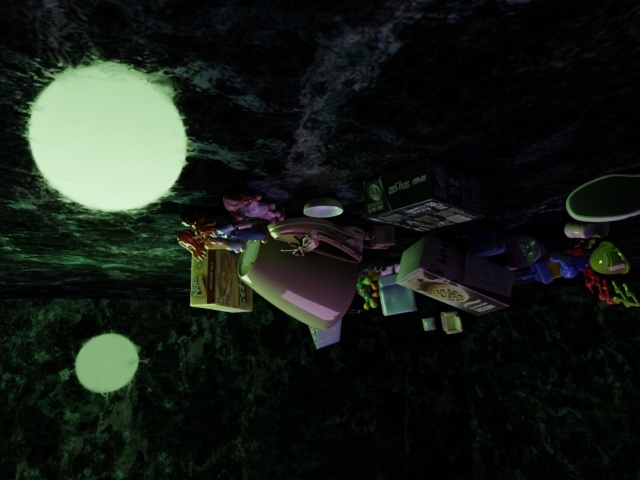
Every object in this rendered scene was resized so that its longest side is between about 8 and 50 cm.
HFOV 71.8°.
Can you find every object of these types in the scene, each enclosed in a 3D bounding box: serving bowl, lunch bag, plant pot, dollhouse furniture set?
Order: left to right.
[{"bbox_3d":[-0.079,0.087,1.228,0.274,0.257,0.256,24,156,-26],"label":"plant pot"},{"bbox_3d":[0.006,-0.073,0.935,0.083,0.027,0.083,-1,167,0],"label":"serving bowl"},{"bbox_3d":[0.116,0.252,2.066,0.187,0.167,0.188,0,168,-10],"label":"plant pot"},{"bbox_3d":[0.339,0.214,1.590,0.303,0.287,0.198,-8,178,4],"label":"dollhouse furniture set"},{"bbox_3d":[0.485,0.007,1.269,0.065,0.067,0.098,8,163,-37],"label":"lunch bag"}]

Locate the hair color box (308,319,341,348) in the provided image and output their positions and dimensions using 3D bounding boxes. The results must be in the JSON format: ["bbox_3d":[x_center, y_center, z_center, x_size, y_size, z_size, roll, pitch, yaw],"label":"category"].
[{"bbox_3d":[0.003,0.275,1.791,0.113,0.185,0.374,-17,147,-12],"label":"hair color box"}]

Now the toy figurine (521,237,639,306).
[{"bbox_3d":[0.695,0.103,1.257,0.217,0.191,0.362,-14,179,14],"label":"toy figurine"}]

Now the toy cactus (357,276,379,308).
[{"bbox_3d":[0.146,0.176,1.627,0.112,0.219,0.180,-43,149,-7],"label":"toy cactus"}]

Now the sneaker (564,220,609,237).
[{"bbox_3d":[0.707,-0.033,1.181,0.134,0.051,0.070,-6,-171,-29],"label":"sneaker"}]

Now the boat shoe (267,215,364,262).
[{"bbox_3d":[0.000,0.000,1.114,0.285,0.089,0.104,7,165,-33],"label":"boat shoe"}]

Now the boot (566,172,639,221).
[{"bbox_3d":[0.630,-0.081,0.873,0.244,0.089,0.176,-15,164,34],"label":"boot"}]

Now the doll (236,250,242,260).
[{"bbox_3d":[-0.204,0.052,1.411,0.129,0.046,0.189,-2,167,6],"label":"doll"}]

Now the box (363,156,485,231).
[{"bbox_3d":[0.194,-0.078,0.828,0.180,0.078,0.147,9,163,-41],"label":"box"}]

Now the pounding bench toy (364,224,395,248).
[{"bbox_3d":[0.148,-0.008,1.184,0.083,0.052,0.065,1,167,-12],"label":"pounding bench toy"}]

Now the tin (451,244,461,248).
[{"bbox_3d":[0.393,0.040,1.473,0.189,0.040,0.106,9,159,-39],"label":"tin"}]

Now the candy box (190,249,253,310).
[{"bbox_3d":[-0.310,0.132,1.437,0.087,0.183,0.316,-4,167,11],"label":"candy box"}]

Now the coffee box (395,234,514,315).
[{"bbox_3d":[0.406,0.112,1.348,0.297,0.119,0.168,22,156,-6],"label":"coffee box"}]

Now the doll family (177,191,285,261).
[{"bbox_3d":[-0.205,-0.018,0.939,0.263,0.118,0.163,-14,162,43],"label":"doll family"}]

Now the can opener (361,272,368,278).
[{"bbox_3d":[0.172,0.154,1.804,0.283,0.095,0.076,3,167,-20],"label":"can opener"}]

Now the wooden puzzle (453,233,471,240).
[{"bbox_3d":[0.434,-0.009,1.327,0.083,0.006,0.049,7,164,-35],"label":"wooden puzzle"}]

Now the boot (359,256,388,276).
[{"bbox_3d":[0.130,0.077,1.466,0.228,0.091,0.263,5,-177,-30],"label":"boot"}]

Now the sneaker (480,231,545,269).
[{"bbox_3d":[0.605,0.029,1.365,0.131,0.112,0.319,-20,171,-13],"label":"sneaker"}]
